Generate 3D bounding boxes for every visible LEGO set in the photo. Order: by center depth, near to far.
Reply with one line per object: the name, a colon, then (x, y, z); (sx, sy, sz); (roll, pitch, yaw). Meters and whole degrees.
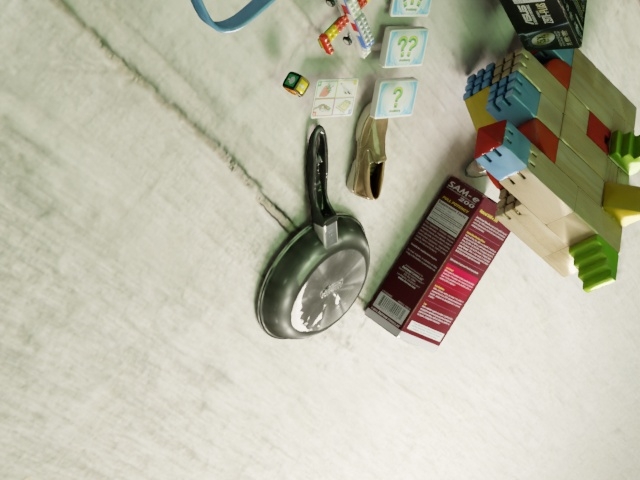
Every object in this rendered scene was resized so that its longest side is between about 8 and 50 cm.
LEGO set: (0.060, -0.229, 1.686); (0.244, 0.060, 0.182); (-8, 116, -46)

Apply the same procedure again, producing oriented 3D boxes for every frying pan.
frying pan: (0.019, -0.001, 1.845); (0.197, 0.053, 0.326); (-8, 126, -48)

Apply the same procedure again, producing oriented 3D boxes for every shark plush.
shark plush: (0.269, -0.128, 2.058); (0.067, 0.073, 0.161); (-50, 170, 31)

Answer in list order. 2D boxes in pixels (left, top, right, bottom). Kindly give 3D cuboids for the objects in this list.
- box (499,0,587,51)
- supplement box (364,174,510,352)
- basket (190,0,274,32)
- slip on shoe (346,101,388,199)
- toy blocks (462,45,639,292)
box: (0.284, -0.352, 1.790); (0.180, 0.077, 0.147); (45, 50, -55)
supplement box: (0.178, 0.036, 2.038); (0.239, 0.073, 0.130); (-58, 146, 4)
basket: (-0.064, -0.367, 1.303); (0.255, 0.201, 0.289); (-42, 135, -10)
slip on shoe: (0.069, -0.115, 1.811); (0.051, 0.041, 0.135); (-14, 128, -44)
toy blocks: (0.303, -0.145, 1.901); (0.261, 0.191, 0.381); (40, 45, -24)
